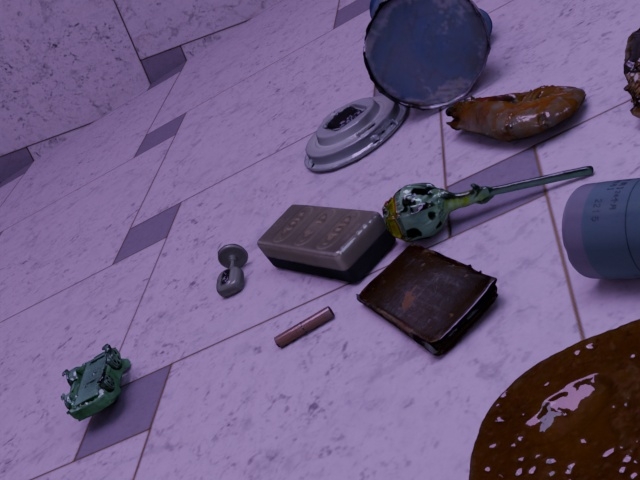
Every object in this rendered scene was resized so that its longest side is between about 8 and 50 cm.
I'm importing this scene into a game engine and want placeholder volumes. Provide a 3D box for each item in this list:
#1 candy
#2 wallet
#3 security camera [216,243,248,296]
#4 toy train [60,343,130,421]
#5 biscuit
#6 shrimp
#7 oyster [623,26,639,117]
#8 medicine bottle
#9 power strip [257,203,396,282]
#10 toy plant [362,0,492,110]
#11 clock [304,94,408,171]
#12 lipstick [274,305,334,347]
[{"bbox_3d":[0.231,-0.061,1.302,0.305,0.083,0.091,-12,31,25],"label":"candy"},{"bbox_3d":[0.139,0.072,1.214,0.122,0.031,0.232,-43,24,-7],"label":"wallet"},{"bbox_3d":[-0.154,0.055,1.589,0.058,0.058,0.092,-27,34,17],"label":"security camera"},{"bbox_3d":[-0.358,0.232,1.498,0.099,0.081,0.149,-30,31,10],"label":"toy train"},{"bbox_3d":[0.300,0.182,0.784,0.367,0.063,0.314,-23,30,23],"label":"biscuit"},{"bbox_3d":[0.300,-0.210,1.486,0.154,0.062,0.294,-32,25,-24],"label":"shrimp"},{"bbox_3d":[0.507,-0.282,1.344,0.128,0.079,0.345,-2,37,37],"label":"oyster"},{"bbox_3d":[0.419,-0.018,0.928,0.351,0.110,0.110,-4,39,48],"label":"medicine bottle"},{"bbox_3d":[0.000,0.000,1.466,0.105,0.070,0.256,-46,26,-22],"label":"power strip"},{"bbox_3d":[0.208,-0.410,1.785,0.247,0.247,0.332,-25,20,20],"label":"toy plant"},{"bbox_3d":[0.060,-0.224,1.808,0.236,0.053,0.236,-28,27,16],"label":"clock"},{"bbox_3d":[-0.024,0.125,1.333,0.094,0.019,0.019,-31,25,9],"label":"lipstick"}]
